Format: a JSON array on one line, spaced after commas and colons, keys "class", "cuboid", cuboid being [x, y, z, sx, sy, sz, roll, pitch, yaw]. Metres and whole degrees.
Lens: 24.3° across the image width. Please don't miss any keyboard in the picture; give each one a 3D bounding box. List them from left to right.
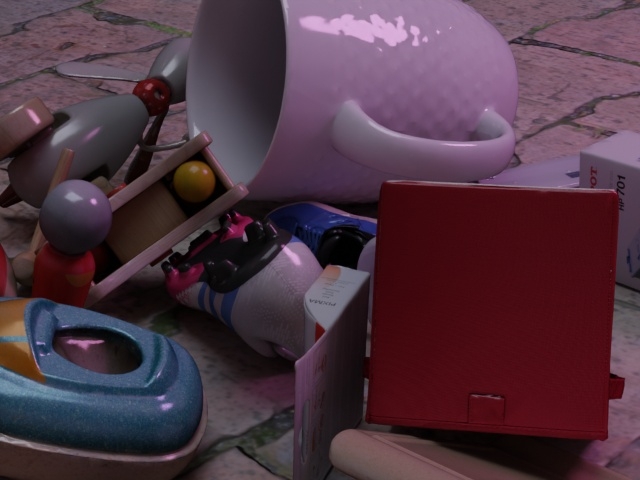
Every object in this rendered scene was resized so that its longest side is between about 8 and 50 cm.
[{"class": "keyboard", "cuboid": [0.306, -0.082, 1.800, 0.256, 0.014, 0.072, -12, 31, -20]}]

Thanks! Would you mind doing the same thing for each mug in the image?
[{"class": "mug", "cuboid": [0.067, -0.156, 1.672, 0.328, 0.276, 0.374, 2, 24, -28]}]

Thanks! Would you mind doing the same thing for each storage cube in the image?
[{"class": "storage cube", "cuboid": [0.144, 0.054, 1.223, 0.214, 0.193, 0.183, 4, -1, 11]}]

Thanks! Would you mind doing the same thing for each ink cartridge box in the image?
[{"class": "ink cartridge box", "cuboid": [-0.007, 0.120, 1.212, 0.045, 0.145, 0.179, 10, 25, 19]}, {"class": "ink cartridge box", "cuboid": [0.356, -0.017, 1.492, 0.082, 0.140, 0.190, -25, 32, -37]}]

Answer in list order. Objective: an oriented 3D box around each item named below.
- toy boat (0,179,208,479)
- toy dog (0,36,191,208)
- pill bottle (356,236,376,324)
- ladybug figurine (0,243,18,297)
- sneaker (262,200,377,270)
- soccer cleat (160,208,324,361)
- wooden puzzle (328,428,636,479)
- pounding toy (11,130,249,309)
[{"class": "toy boat", "cuboid": [-0.225, 0.074, 1.270, 0.267, 0.148, 0.318, 11, 27, -12]}, {"class": "toy dog", "cuboid": [-0.265, -0.117, 1.762, 0.333, 0.220, 0.161, -16, -5, -43]}, {"class": "pill bottle", "cuboid": [0.155, 0.026, 1.440, 0.221, 0.121, 0.121, -18, 28, -30]}, {"class": "ladybug figurine", "cuboid": [-0.447, 0.042, 1.413, 0.305, 0.162, 0.449, -5, 24, -4]}, {"class": "sneaker", "cuboid": [0.000, -0.001, 1.590, 0.152, 0.058, 0.084, 12, 19, 16]}, {"class": "soccer cleat", "cuboid": [-0.065, 0.056, 1.437, 0.116, 0.143, 0.331, -39, 11, -9]}, {"class": "wooden puzzle", "cuboid": [0.154, 0.194, 1.095, 0.221, 0.044, 0.238, 19, 8, 40]}, {"class": "pounding toy", "cuboid": [-0.219, -0.033, 1.501, 0.269, 0.155, 0.154, -34, 4, 9]}]
